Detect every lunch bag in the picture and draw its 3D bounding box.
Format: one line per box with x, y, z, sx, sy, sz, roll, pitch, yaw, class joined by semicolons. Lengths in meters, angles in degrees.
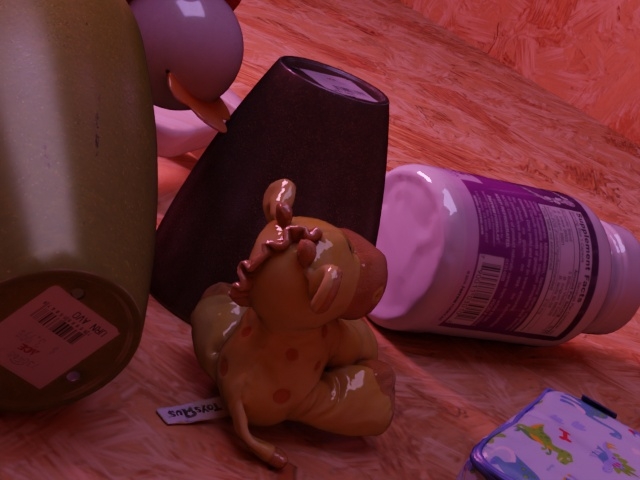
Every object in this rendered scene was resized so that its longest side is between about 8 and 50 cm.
0.207;0.205;1.048;0.176;0.090;0.219;33;22;22;lunch bag

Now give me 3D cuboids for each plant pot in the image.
-0.229;-0.030;0.987;0.275;0.275;0.293;10;36;-32;plant pot
-0.027;-0.043;1.247;0.215;0.230;0.215;21;18;-7;plant pot

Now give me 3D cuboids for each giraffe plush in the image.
-0.019;0.050;1.045;0.181;0.170;0.210;36;32;25;giraffe plush

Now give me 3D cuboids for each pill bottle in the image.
0.192;0.023;1.411;0.301;0.169;0.169;9;22;-35;pill bottle

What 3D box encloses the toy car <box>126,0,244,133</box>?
-0.123;-0.194;1.212;0.210;0.219;0.238;15;53;-65;toy car

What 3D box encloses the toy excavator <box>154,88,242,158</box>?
-0.275;-0.154;1.382;0.445;0.222;0.433;30;17;-18;toy excavator
